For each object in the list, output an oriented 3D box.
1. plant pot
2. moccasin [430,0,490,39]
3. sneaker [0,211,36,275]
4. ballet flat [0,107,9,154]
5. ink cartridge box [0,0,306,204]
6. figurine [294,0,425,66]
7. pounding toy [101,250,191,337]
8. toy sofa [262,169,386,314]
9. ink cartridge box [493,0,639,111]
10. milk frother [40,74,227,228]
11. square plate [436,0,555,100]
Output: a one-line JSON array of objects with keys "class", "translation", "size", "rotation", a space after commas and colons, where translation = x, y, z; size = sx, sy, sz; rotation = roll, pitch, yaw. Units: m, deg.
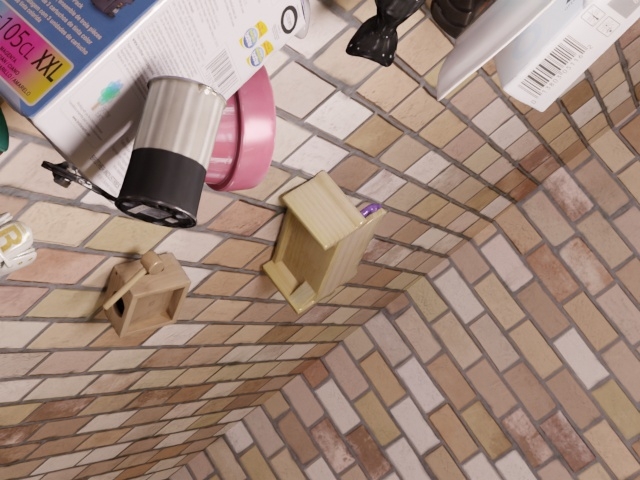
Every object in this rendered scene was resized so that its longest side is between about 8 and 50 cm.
[{"class": "plant pot", "translation": [-0.182, -0.163, 1.264], "size": [0.180, 0.201, 0.201], "rotation": [-6, 150, -29]}, {"class": "moccasin", "translation": [0.280, -0.458, 1.402], "size": [0.147, 0.139, 0.380], "rotation": [-41, 162, -21]}, {"class": "sneaker", "translation": [-0.476, 0.014, 1.249], "size": [0.169, 0.108, 0.292], "rotation": [-33, -175, -16]}, {"class": "ballet flat", "translation": [-0.418, -0.165, 1.034], "size": [0.073, 0.080, 0.232], "rotation": [-5, 156, -2]}, {"class": "ink cartridge box", "translation": [-0.166, -0.255, 1.012], "size": [0.395, 0.151, 0.270], "rotation": [-44, 166, -7]}, {"class": "figurine", "translation": [0.026, -0.325, 1.238], "size": [0.209, 0.215, 0.092], "rotation": [115, -9, -63]}, {"class": "pounding toy", "translation": [-0.346, 0.079, 1.735], "size": [0.181, 0.094, 0.206], "rotation": [-13, 143, -38]}, {"class": "toy sofa", "translation": [0.000, 0.000, 2.041], "size": [0.177, 0.150, 0.362], "rotation": [-32, 163, -24]}, {"class": "ink cartridge box", "translation": [0.385, -0.429, 1.449], "size": [0.091, 0.385, 0.308], "rotation": [25, 127, -25]}, {"class": "milk frother", "translation": [-0.184, -0.097, 0.917], "size": [0.129, 0.135, 0.143], "rotation": [-2, 159, 38]}, {"class": "square plate", "translation": [0.309, -0.365, 1.201], "size": [0.347, 0.049, 0.344], "rotation": [-41, -174, 49]}]
